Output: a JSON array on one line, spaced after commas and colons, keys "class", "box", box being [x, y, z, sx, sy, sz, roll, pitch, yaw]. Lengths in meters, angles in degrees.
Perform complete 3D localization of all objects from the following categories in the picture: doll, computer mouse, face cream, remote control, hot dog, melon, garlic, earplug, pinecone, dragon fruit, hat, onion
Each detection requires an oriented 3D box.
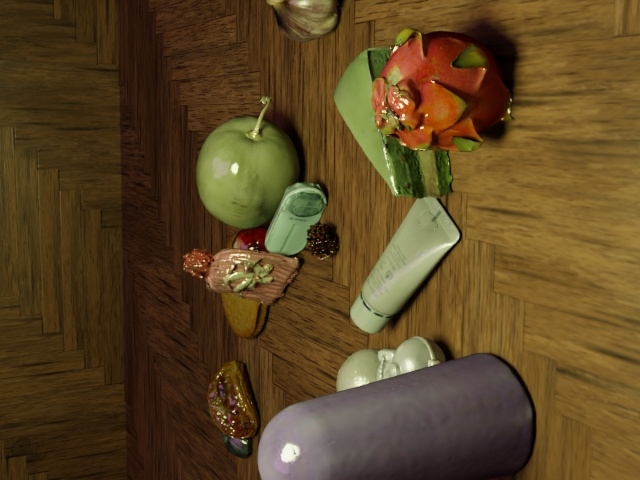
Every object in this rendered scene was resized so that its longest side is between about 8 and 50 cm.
[{"class": "doll", "box": [0.144, 0.261, 1.716, 0.287, 0.150, 0.151, -36, 62, 54]}, {"class": "computer mouse", "box": [-0.259, 0.567, 2.597, 0.192, 0.062, 0.106, 48, 134, 48]}, {"class": "face cream", "box": [0.158, 0.053, 1.726, 0.314, 0.089, 0.143, -60, 41, 35]}, {"class": "remote control", "box": [-0.062, -0.050, 2.108, 0.247, 0.104, 0.052, 120, 150, -45]}, {"class": "hot dog", "box": [-0.247, 0.457, 2.524, 0.160, 0.099, 0.227, -46, 58, 35]}, {"class": "melon", "box": [-0.176, -0.164, 2.154, 0.308, 0.271, 0.272, 73, 179, -64]}, {"class": "garlic", "box": [-0.051, -0.559, 1.964, 0.245, 0.160, 0.245, 171, 90, -71]}, {"class": "earplug", "box": [0.113, 0.324, 1.441, 0.215, 0.455, 0.215, 20, 113, 58]}, {"class": "pinecone", "box": [0.000, 0.000, 2.020, 0.083, 0.077, 0.077, 53, 167, -28]}, {"class": "dragon fruit", "box": [0.192, -0.246, 1.481, 0.224, 0.227, 0.224, 176, 90, -71]}, {"class": "hat", "box": [-0.207, 0.087, 2.205, 0.237, 0.286, 0.107, 124, 153, -49]}, {"class": "onion", "box": [-0.170, 0.022, 2.309, 0.131, 0.131, 0.131, 12, 104, 61]}]

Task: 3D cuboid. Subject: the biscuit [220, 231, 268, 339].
[{"class": "biscuit", "box": [-0.213, 0.127, 2.485, 0.305, 0.038, 0.306, 8, 99, 60]}]

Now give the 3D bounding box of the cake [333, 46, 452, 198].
[{"class": "cake", "box": [0.136, -0.202, 1.665, 0.172, 0.157, 0.284, -21, 78, 62]}]
